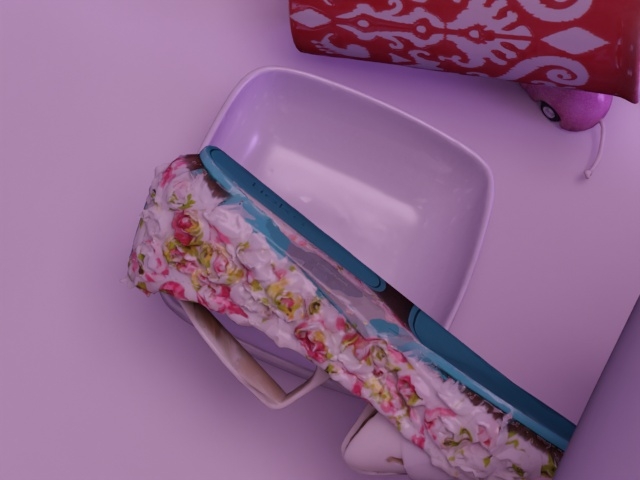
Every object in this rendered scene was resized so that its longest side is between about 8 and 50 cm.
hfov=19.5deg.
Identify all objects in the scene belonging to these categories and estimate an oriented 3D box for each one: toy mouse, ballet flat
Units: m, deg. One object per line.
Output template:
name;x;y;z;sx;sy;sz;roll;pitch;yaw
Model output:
toy mouse;0.141;-0.116;0.972;0.143;0.031;0.161;28;69;-2
ballet flat;0.015;0.053;0.821;0.241;0.091;0.077;38;100;6

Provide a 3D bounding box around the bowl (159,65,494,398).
bowl;0.000;0.000;0.895;0.142;0.053;0.142;24;70;-4

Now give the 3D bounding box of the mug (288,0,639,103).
mug;0.079;-0.134;0.923;0.169;0.150;0.113;5;108;9

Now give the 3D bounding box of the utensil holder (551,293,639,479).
utensil holder;0.207;0.184;0.662;0.327;0.327;0.385;28;67;-2
